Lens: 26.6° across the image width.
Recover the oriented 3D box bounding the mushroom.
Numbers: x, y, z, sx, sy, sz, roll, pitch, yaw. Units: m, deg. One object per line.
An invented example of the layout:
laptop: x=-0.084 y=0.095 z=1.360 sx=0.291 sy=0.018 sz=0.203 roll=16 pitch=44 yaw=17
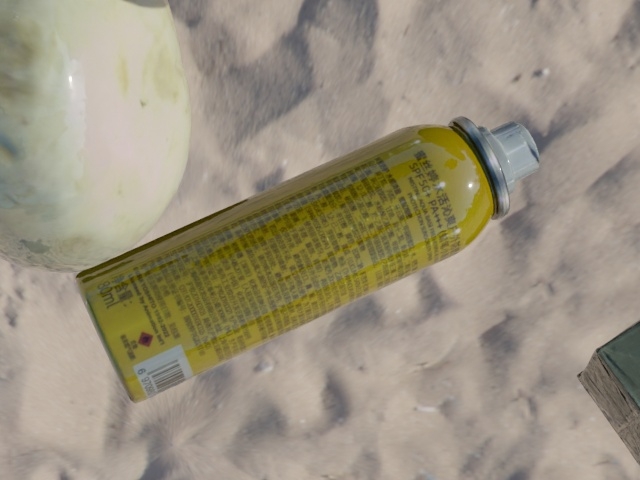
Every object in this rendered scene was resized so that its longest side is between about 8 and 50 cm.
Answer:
mushroom: x=-0.280 y=-0.157 z=1.383 sx=0.353 sy=0.353 sz=0.325 roll=43 pitch=76 yaw=1

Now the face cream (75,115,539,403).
face cream: x=0.000 y=0.000 z=0.997 sx=0.348 sy=0.105 sz=0.105 roll=-25 pitch=85 yaw=-8

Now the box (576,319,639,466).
box: x=0.393 y=0.122 z=1.316 sx=0.231 sy=0.149 sz=0.155 roll=-30 pitch=74 yaw=-5
